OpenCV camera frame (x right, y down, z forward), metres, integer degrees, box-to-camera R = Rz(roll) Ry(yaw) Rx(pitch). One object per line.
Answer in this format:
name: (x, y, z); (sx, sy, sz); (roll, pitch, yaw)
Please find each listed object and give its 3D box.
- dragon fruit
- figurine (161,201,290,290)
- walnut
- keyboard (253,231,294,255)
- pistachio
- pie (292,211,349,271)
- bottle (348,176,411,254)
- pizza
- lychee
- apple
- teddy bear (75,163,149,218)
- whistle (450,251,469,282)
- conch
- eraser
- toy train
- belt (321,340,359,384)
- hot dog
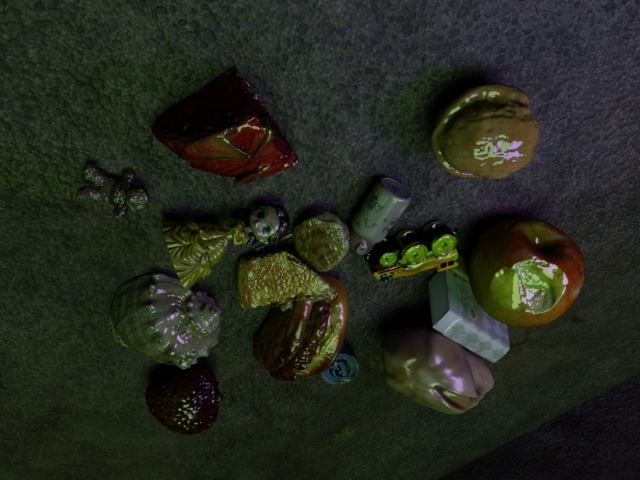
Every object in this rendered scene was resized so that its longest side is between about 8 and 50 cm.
dragon fruit: (-0.156, -0.243, 1.219); (0.330, 0.302, 0.241); (19, 92, -49)
figurine: (-0.231, -0.015, 1.399); (0.315, 0.188, 0.168); (-20, 144, -7)
walnut: (0.397, -0.262, 1.313); (0.256, 0.225, 0.257); (-5, 126, -7)
keyboard: (-0.115, 0.013, 1.555); (0.154, 0.010, 0.053); (-24, 134, 5)
pistachio: (0.403, 0.441, 1.861); (0.445, 0.365, 0.282); (19, 109, -29)
pie: (0.000, 0.000, 1.503); (0.163, 0.079, 0.193); (36, 127, -12)
bottle: (0.150, -0.059, 1.503); (0.109, 0.110, 0.233); (15, 125, -28)
pizza: (-0.104, 0.116, 1.546); (0.296, 0.071, 0.189); (-5, 105, 14)
lychee: (-0.451, 0.524, 1.776); (0.271, 0.236, 0.236); (-4, 138, 21)
apple: (0.618, 0.104, 1.637); (0.339, 0.340, 0.340); (-8, 133, -9)
teddy bear: (-0.493, -0.116, 1.284); (0.160, 0.078, 0.120); (17, 90, -22)
whistle: (0.515, 0.118, 1.808); (0.326, 0.057, 0.068); (30, 117, -35)
conch: (-0.463, 0.248, 1.545); (0.352, 0.210, 0.297); (-26, 119, 5)
eraser: (0.519, 0.261, 1.857); (0.082, 0.213, 0.396); (-26, 137, 37)
toy train: (0.280, 0.042, 1.636); (0.295, 0.101, 0.161); (-15, 131, -3)
belt: (0.062, 0.447, 1.956); (0.141, 0.082, 0.190); (-21, 133, -2)
hot dog: (-0.059, 0.304, 1.694); (0.185, 0.223, 0.405); (13, 127, -30)
